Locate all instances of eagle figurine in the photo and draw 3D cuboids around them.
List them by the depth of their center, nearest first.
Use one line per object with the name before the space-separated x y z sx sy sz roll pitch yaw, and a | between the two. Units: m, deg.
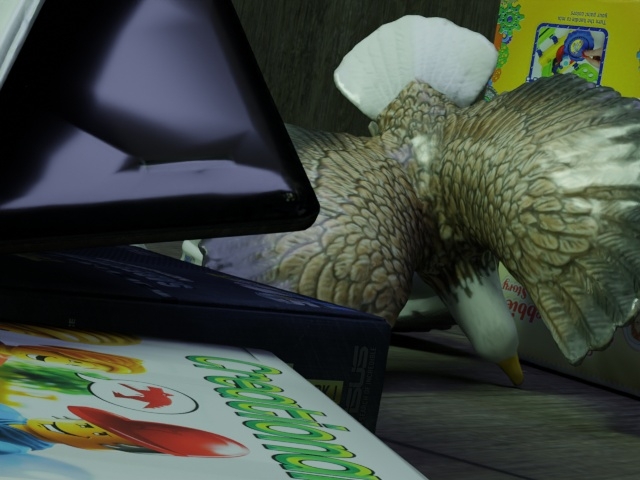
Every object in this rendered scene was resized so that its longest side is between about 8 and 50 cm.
eagle figurine | 0.070 -0.012 1.009 0.225 0.226 0.298 33 2 5

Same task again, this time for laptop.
laptop | -0.248 -0.039 0.716 0.382 0.236 0.408 -5 41 -17

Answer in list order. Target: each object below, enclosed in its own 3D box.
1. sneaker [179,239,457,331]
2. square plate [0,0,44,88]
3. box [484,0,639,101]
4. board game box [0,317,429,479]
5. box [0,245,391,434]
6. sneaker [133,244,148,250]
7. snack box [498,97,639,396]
sneaker | 0.000 0.000 1.249 0.281 0.115 0.105 11 4 41
square plate | -0.245 -0.131 0.603 0.347 0.049 0.344 12 39 3
box | 0.281 -0.048 1.467 0.177 0.279 0.290 11 3 40
board game box | -0.083 0.058 0.403 0.193 0.053 0.305 8 3 -12
box | -0.110 0.035 0.753 0.183 0.059 0.233 6 4 -34
sneaker | -0.152 -0.013 0.972 0.099 0.121 0.262 10 3 14
snack box | 0.222 0.007 1.097 0.060 0.187 0.322 8 3 -28
